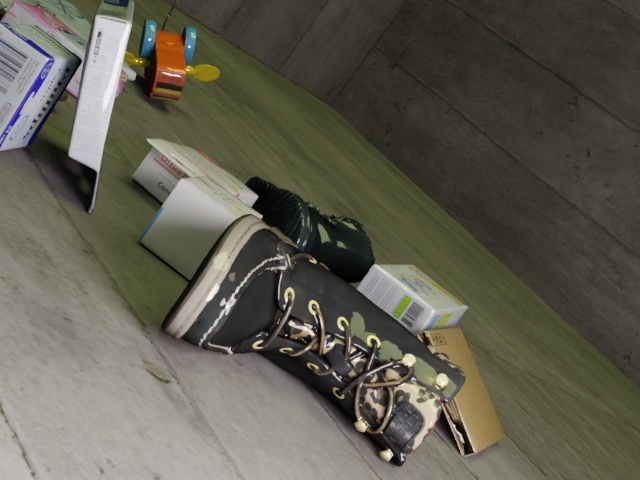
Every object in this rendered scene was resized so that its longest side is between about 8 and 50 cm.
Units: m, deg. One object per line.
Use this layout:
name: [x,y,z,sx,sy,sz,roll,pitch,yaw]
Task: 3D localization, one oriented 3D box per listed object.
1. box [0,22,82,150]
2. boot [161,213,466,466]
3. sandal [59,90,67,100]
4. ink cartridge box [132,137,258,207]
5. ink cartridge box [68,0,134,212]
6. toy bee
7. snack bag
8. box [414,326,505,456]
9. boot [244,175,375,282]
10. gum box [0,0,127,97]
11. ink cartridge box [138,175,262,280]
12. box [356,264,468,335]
box: [-0.345,-0.174,1.567,0.072,0.126,0.137,34,10,1]
boot: [0.002,0.110,1.441,0.284,0.138,0.377,38,4,7]
sandal: [-0.432,-0.263,1.884,0.219,0.060,0.090,38,10,8]
ink cartridge box: [-0.174,-0.074,1.869,0.115,0.067,0.198,39,8,15]
ink cartridge box: [-0.263,-0.167,1.630,0.045,0.224,0.223,11,14,-10]
toy bee: [-0.278,-0.333,2.551,0.195,0.162,0.298,22,41,2]
snack bag: [-0.492,-0.396,2.387,0.323,0.037,0.342,26,13,-43]
box: [0.182,0.191,1.784,0.164,0.021,0.201,68,15,9]
boot: [0.000,0.000,2.041,0.207,0.094,0.246,27,7,-27]
gum box: [-0.391,-0.283,2.118,0.188,0.062,0.107,38,10,12]
ink cartridge box: [-0.138,-0.015,1.642,0.090,0.092,0.143,36,8,4]
box: [0.107,0.105,1.859,0.103,0.114,0.203,38,11,15]
